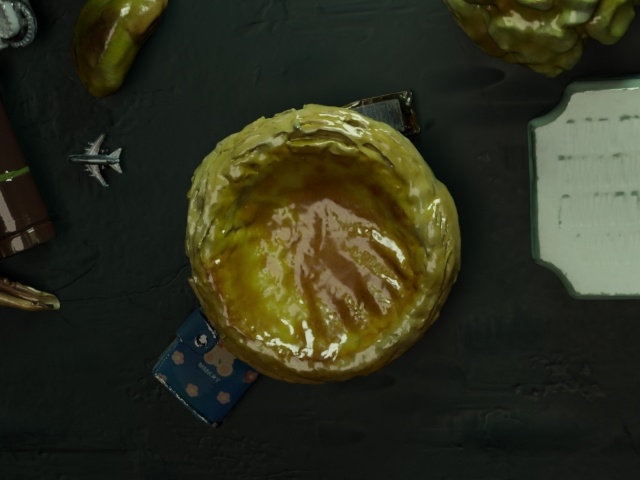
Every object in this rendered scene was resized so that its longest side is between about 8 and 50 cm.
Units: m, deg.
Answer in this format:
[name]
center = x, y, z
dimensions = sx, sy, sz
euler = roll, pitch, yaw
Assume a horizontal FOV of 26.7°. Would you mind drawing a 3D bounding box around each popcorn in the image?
[popcorn]
center = 0.268, -0.369, 1.618
dimensions = 0.279, 0.274, 0.336
euler = -33, 47, 50

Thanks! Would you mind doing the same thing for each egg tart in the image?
[egg tart]
center = 0.000, 0.000, 1.819
dimensions = 0.387, 0.169, 0.388
euler = 2, 102, 11

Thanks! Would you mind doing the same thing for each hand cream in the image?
[hand cream]
center = 0.053, -0.160, 1.844
dimensions = 0.163, 0.039, 0.062
euler = -10, 95, 13

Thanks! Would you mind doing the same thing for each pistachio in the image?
[pistachio]
center = -0.294, -0.293, 1.890
dimensions = 0.110, 0.100, 0.189
euler = 41, 111, 23

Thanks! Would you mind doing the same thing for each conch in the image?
[conch]
center = -0.559, 0.066, 2.057
dimensions = 0.330, 0.093, 0.109
euler = 8, 85, -5

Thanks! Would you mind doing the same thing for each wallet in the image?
[wallet]
center = -0.143, 0.157, 1.951
dimensions = 0.141, 0.059, 0.202
euler = 42, 110, 8

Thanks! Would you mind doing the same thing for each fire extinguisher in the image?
[fire extinguisher]
center = -0.505, -0.141, 1.980
dimensions = 0.141, 0.105, 0.341
euler = -20, 97, 18

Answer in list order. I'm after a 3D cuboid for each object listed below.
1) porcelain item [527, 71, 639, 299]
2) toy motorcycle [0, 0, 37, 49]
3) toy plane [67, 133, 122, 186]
[porcelain item]
center = 0.407, -0.070, 1.683
dimensions = 0.285, 0.157, 0.282
euler = -2, 98, 19
[toy motorcycle]
center = -0.500, -0.392, 1.941
dimensions = 0.170, 0.110, 0.260
euler = -11, 105, 35
[toy plane]
center = -0.329, -0.118, 1.970
dimensions = 0.083, 0.031, 0.079
euler = 4, 101, 16
